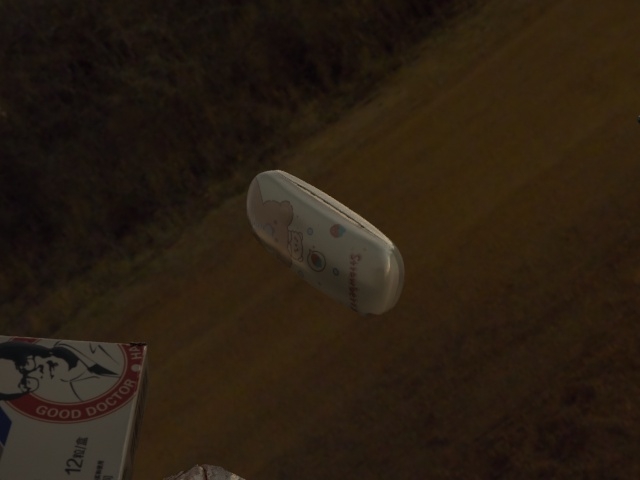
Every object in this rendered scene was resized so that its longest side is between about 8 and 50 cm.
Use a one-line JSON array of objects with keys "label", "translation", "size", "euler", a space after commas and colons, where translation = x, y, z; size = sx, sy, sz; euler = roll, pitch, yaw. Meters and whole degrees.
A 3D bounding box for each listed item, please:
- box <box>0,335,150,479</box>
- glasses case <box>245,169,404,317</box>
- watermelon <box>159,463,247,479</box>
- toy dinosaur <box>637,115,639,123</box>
[{"label": "box", "translation": [-0.279, 0.227, 0.867], "size": [0.214, 0.069, 0.353], "euler": [4, 38, -3]}, {"label": "glasses case", "translation": [0.000, 0.000, 0.946], "size": [0.051, 0.081, 0.204], "euler": [-13, 35, -42]}, {"label": "watermelon", "translation": [-0.165, 0.410, 1.158], "size": [0.319, 0.292, 0.222], "euler": [-48, 8, -20]}, {"label": "toy dinosaur", "translation": [0.211, -0.131, 0.277], "size": [0.329, 0.144, 0.076], "euler": [-22, 30, 38]}]
